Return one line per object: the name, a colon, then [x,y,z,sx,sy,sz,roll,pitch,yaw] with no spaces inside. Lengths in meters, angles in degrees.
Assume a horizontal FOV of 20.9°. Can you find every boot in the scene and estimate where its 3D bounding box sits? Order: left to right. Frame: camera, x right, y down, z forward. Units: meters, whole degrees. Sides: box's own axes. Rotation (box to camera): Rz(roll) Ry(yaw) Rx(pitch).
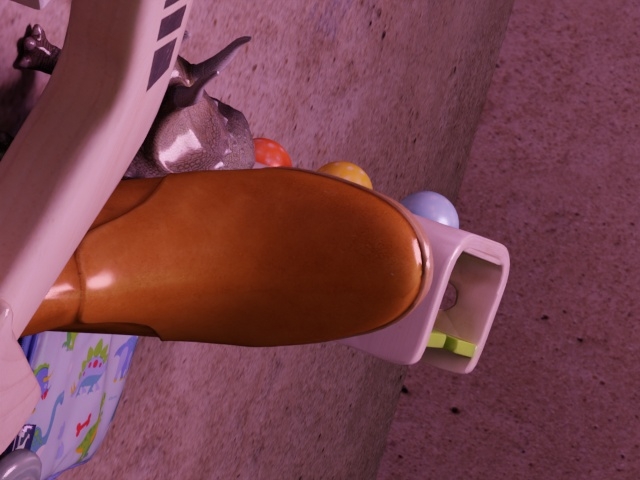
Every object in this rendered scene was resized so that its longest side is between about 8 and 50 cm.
boot: [-0.111,0.022,0.901,0.211,0.295,0.104,-20,112,-63]

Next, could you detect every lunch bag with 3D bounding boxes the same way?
lunch bag: [-0.190,0.073,1.157,0.219,0.090,0.176,-4,110,-78]

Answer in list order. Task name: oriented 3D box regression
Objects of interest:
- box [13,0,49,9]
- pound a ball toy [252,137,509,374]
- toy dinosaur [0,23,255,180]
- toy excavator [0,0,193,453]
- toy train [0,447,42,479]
box: [-0.148,-0.227,0.859,0.170,0.091,0.130,97,19,-47]
pound a ball toy: [0.000,0.000,1.432,0.208,0.319,0.136,16,93,-62]
toy dinosaur: [-0.108,-0.065,1.123,0.313,0.160,0.121,39,71,-76]
toy excavator: [-0.053,-0.161,0.733,0.433,0.222,0.445,-57,169,-42]
toy train: [-0.266,0.174,0.897,0.190,0.142,0.334,-61,168,5]
